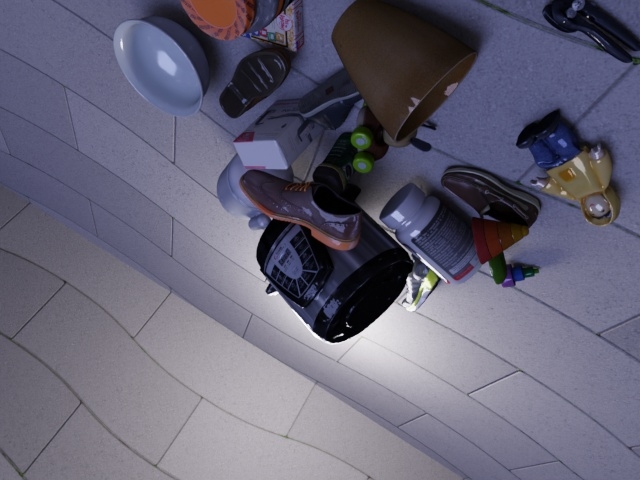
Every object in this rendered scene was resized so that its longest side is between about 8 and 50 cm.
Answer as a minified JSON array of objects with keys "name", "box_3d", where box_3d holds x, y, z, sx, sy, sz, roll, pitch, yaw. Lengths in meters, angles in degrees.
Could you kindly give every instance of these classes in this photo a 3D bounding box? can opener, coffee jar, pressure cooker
[{"name":"can opener","box_3d":[0.490,-0.384,0.944,0.186,0.073,0.059,29,109,1]},{"name":"coffee jar","box_3d":[0.051,-0.202,1.435,0.079,0.184,0.096,12,142,30]},{"name":"pressure cooker","box_3d":[0.013,0.053,1.586,0.420,0.370,0.375,47,157,26]}]

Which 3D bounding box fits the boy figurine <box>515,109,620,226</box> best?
[{"name":"boy figurine","box_3d":[0.552,-0.144,1.164,0.285,0.092,0.177,46,143,-14]}]

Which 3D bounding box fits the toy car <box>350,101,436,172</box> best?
[{"name":"toy car","box_3d":[0.184,-0.256,1.297,0.188,0.155,0.149,8,141,15]}]

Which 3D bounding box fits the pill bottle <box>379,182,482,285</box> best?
[{"name":"pill bottle","box_3d":[0.312,-0.020,1.470,0.283,0.161,0.161,40,147,-11]}]

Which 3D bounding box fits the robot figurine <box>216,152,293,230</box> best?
[{"name":"robot figurine","box_3d":[-0.205,-0.178,1.645,0.353,0.199,0.300,157,102,-66]}]

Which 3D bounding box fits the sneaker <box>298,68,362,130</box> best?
[{"name":"sneaker","box_3d":[0.063,-0.358,1.338,0.222,0.083,0.118,-17,158,32]}]

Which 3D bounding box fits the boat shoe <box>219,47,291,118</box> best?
[{"name":"boat shoe","box_3d":[-0.164,-0.433,1.401,0.307,0.104,0.111,-15,116,52]}]

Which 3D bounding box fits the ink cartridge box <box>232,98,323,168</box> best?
[{"name":"ink cartridge box","box_3d":[-0.105,-0.290,1.425,0.158,0.218,0.092,6,133,36]}]

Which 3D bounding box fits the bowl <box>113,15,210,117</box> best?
[{"name":"bowl","box_3d":[-0.418,-0.508,1.490,0.298,0.134,0.298,23,146,17]}]

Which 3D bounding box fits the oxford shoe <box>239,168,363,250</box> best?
[{"name":"oxford shoe","box_3d":[-0.048,-0.116,1.381,0.363,0.130,0.133,26,137,11]}]

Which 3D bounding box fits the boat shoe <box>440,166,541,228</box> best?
[{"name":"boat shoe","box_3d":[0.418,-0.103,1.327,0.257,0.095,0.095,23,146,17]}]

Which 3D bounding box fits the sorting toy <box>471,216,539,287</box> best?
[{"name":"sorting toy","box_3d":[0.501,0.035,1.380,0.126,0.127,0.365,-14,151,27]}]

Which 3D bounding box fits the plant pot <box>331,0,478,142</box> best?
[{"name":"plant pot","box_3d":[0.153,-0.380,1.106,0.254,0.237,0.237,47,149,7]}]

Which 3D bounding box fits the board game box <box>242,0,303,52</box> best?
[{"name":"board game box","box_3d":[-0.136,-0.549,1.268,0.193,0.045,0.147,23,146,16]}]

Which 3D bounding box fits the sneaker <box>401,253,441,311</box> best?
[{"name":"sneaker","box_3d":[0.320,0.127,1.734,0.121,0.111,0.300,38,145,15]}]

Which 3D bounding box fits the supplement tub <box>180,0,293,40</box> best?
[{"name":"supplement tub","box_3d":[-0.123,-0.535,1.022,0.193,0.316,0.193,24,147,16]}]
